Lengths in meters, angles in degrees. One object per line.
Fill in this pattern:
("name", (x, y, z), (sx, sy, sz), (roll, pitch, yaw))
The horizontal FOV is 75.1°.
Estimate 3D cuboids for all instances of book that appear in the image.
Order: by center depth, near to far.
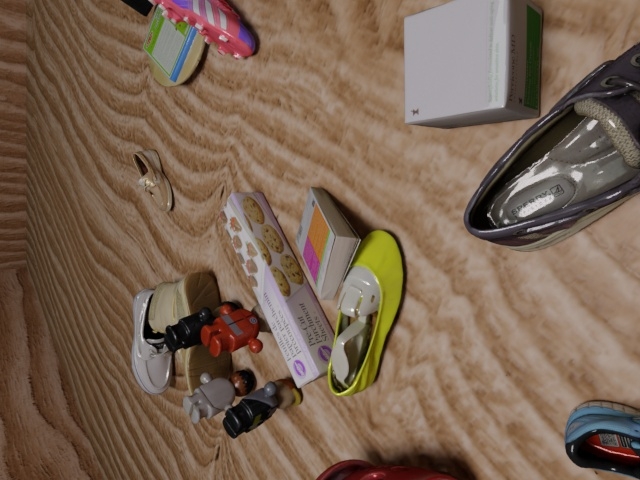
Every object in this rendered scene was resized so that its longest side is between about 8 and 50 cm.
("book", (0.000, 0.000, 0.570), (0.144, 0.035, 0.096), (-117, 40, -54))

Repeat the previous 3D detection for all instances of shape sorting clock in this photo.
("shape sorting clock", (-0.288, -0.414, 0.835), (0.206, 0.040, 0.206), (4, 97, 36))

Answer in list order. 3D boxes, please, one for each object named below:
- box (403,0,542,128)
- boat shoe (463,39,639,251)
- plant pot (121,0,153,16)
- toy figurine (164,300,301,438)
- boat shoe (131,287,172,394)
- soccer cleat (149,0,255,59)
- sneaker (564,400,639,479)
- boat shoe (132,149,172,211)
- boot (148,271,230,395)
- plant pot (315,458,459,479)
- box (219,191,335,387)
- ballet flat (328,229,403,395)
("box", (0.142, -0.163, 0.392), (0.102, 0.087, 0.101), (6, 101, 46))
("boat shoe", (0.229, -0.083, 0.311), (0.285, 0.092, 0.102), (-45, 64, 40))
("plant pot", (-0.374, -0.595, 0.790), (0.167, 0.187, 0.188), (-28, 65, 28))
("toy figurine", (-0.149, 0.210, 0.724), (0.213, 0.148, 0.209), (-14, 92, 44))
("boat shoe", (-0.410, 0.253, 1.038), (0.088, 0.096, 0.267), (-10, 81, 51))
("soccer cleat", (-0.193, -0.395, 0.708), (0.248, 0.083, 0.095), (36, 91, 23))
("sneaker", (0.273, 0.164, 0.319), (0.162, 0.073, 0.063), (-27, 77, 44))
("boat shoe", (-0.401, -0.140, 0.984), (0.063, 0.059, 0.170), (-44, 65, 41))
("boot", (-0.292, 0.208, 0.899), (0.203, 0.095, 0.262), (-14, 85, 46))
("plant pot", (0.073, 0.360, 0.477), (0.174, 0.191, 0.191), (-25, 78, 50))
("box", (-0.068, 0.065, 0.666), (0.063, 0.067, 0.324), (-46, 63, 40))
("ballet flat", (0.051, 0.102, 0.537), (0.077, 0.077, 0.231), (22, 111, 37))
